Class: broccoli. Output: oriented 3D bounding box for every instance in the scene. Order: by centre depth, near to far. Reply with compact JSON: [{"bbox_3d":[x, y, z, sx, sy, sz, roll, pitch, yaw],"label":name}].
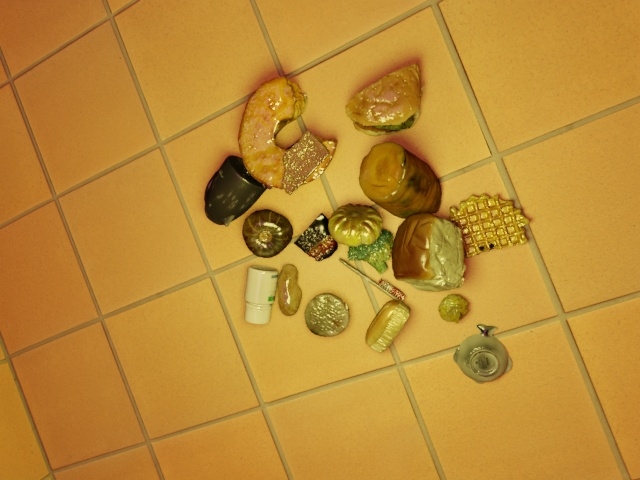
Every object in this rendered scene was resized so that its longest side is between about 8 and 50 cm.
[{"bbox_3d":[0.220,0.053,1.645,0.219,0.194,0.194,-38,84,-10],"label":"broccoli"}]

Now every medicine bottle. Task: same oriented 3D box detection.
[{"bbox_3d":[-0.263,0.236,1.759,0.138,0.139,0.237,8,96,13],"label":"medicine bottle"}]

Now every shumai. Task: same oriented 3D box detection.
[{"bbox_3d":[0.038,0.310,1.701,0.201,0.120,0.202,2,98,13],"label":"shumai"}]

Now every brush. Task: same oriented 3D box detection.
[{"bbox_3d":[0.217,0.160,1.681,0.320,0.060,0.050,34,88,8],"label":"brush"}]

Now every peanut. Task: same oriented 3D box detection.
[{"bbox_3d":[-0.135,0.215,1.749,0.108,0.095,0.226,-3,87,-24],"label":"peanut"}]

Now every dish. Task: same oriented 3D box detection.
[{"bbox_3d":[0.647,0.462,1.588,0.224,0.078,0.246,7,95,14],"label":"dish"}]

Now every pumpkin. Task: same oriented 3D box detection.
[{"bbox_3d":[-0.234,-0.034,1.730,0.218,0.162,0.219,1,116,2],"label":"pumpkin"}]

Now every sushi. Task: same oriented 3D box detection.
[{"bbox_3d":[0.000,0.000,1.676,0.150,0.153,0.172,43,96,-2],"label":"sushi"}]

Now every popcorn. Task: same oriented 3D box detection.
[{"bbox_3d":[0.527,0.271,1.590,0.120,0.106,0.116,-13,81,14],"label":"popcorn"}]

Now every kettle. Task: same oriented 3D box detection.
[{"bbox_3d":[-0.402,-0.213,1.750,0.290,0.207,0.268,-48,54,22],"label":"kettle"}]

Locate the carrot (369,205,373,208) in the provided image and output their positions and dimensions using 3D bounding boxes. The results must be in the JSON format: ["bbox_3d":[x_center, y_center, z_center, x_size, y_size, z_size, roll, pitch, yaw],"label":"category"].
[{"bbox_3d":[0.151,-0.056,1.685,0.209,0.061,0.061,-41,84,16],"label":"carrot"}]

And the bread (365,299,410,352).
[{"bbox_3d":[0.267,0.340,1.624,0.106,0.140,0.236,33,117,7],"label":"bread"}]

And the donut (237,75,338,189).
[{"bbox_3d":[-0.148,-0.419,1.676,0.377,0.163,0.435,-30,89,15],"label":"donut"}]

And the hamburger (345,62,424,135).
[{"bbox_3d":[0.281,-0.518,1.564,0.329,0.162,0.209,-31,85,9],"label":"hamburger"}]

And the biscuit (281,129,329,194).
[{"bbox_3d":[-0.084,-0.303,1.578,0.237,0.026,0.131,-45,86,15],"label":"biscuit"}]

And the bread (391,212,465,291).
[{"bbox_3d":[0.399,0.046,1.530,0.224,0.250,0.279,9,79,-20],"label":"bread"}]

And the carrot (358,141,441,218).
[{"bbox_3d":[0.305,-0.226,1.552,0.241,0.340,0.242,-13,68,35],"label":"carrot"}]

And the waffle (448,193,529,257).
[{"bbox_3d":[0.638,-0.043,1.564,0.309,0.065,0.283,29,98,13],"label":"waffle"}]

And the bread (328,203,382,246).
[{"bbox_3d":[0.136,-0.070,1.563,0.213,0.214,0.105,4,139,13],"label":"bread"}]
